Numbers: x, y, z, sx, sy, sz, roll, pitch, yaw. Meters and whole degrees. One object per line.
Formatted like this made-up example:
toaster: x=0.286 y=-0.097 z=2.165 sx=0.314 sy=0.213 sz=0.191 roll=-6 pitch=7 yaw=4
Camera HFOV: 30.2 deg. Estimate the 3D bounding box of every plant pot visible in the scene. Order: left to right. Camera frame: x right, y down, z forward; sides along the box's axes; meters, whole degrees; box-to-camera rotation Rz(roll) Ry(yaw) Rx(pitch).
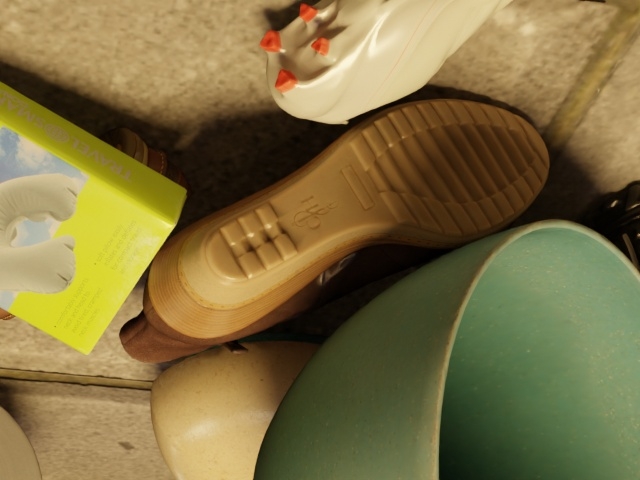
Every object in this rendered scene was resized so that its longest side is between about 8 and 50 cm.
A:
plant pot: x=0.075 y=0.149 z=0.684 sx=0.195 sy=0.290 sz=0.290 roll=-14 pitch=145 yaw=40

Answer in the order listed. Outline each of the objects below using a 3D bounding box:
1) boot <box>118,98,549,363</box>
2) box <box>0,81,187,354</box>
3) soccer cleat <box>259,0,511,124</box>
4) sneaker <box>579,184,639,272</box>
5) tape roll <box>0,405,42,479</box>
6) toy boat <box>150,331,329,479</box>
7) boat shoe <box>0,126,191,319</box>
boot: x=0.000 y=0.000 z=0.740 sx=0.248 sy=0.090 sz=0.207 roll=-20 pitch=172 yaw=-24
box: x=-0.176 y=-0.025 z=0.648 sx=0.178 sy=0.042 sz=0.109 roll=31 pitch=118 yaw=-12
soccer cleat: x=0.056 y=-0.123 z=0.606 sx=0.196 sy=0.068 sz=0.076 roll=-30 pitch=151 yaw=29
sneaker: x=0.202 y=0.039 z=0.810 sx=0.271 sy=0.100 sz=0.108 roll=-24 pitch=148 yaw=30
tape roll: x=-0.305 y=0.205 z=0.839 sx=0.219 sy=0.219 sz=0.072 roll=0 pitch=142 yaw=-8
toy boat: x=-0.029 y=0.181 z=0.920 sx=0.267 sy=0.148 sz=0.318 roll=25 pitch=128 yaw=-17
boat shoe: x=-0.150 y=0.003 z=0.729 sx=0.060 sy=0.064 sz=0.178 roll=31 pitch=126 yaw=-35
